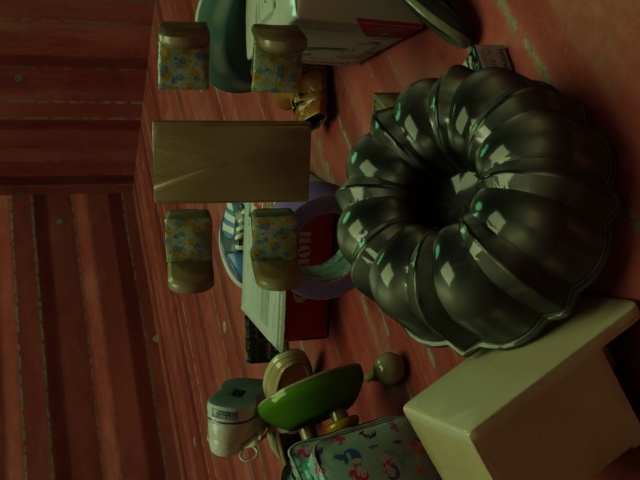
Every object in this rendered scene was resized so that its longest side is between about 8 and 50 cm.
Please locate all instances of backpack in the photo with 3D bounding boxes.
[{"bbox_3d":[0.081,0.393,1.341,0.191,0.225,0.253,114,140,-55],"label":"backpack"}]

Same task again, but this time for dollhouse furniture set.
[{"bbox_3d":[-0.033,-0.100,1.277,0.256,0.394,0.362,-113,23,-66],"label":"dollhouse furniture set"}]

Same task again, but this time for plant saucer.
[{"bbox_3d":[-0.096,-0.406,1.653,0.043,0.317,0.318,32,129,28],"label":"plant saucer"}]

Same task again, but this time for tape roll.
[{"bbox_3d":[0.000,0.000,1.570,0.080,0.189,0.189,-133,45,-61],"label":"tape roll"}]

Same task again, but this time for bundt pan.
[{"bbox_3d":[0.147,-0.046,1.004,0.331,0.124,0.331,-14,66,36],"label":"bundt pan"}]

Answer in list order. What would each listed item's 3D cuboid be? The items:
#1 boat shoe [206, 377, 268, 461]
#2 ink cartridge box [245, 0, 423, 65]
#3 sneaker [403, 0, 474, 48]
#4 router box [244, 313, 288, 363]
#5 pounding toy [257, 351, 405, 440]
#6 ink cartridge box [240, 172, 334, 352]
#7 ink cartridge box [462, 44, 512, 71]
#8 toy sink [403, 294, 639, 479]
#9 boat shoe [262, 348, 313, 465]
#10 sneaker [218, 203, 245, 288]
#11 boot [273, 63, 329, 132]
[{"bbox_3d":[-0.166,0.399,2.004,0.367,0.136,0.156,-20,-63,-83],"label":"boat shoe"},{"bbox_3d":[0.014,-0.364,1.461,0.283,0.207,0.117,174,96,-71],"label":"ink cartridge box"},{"bbox_3d":[0.157,-0.366,1.252,0.118,0.083,0.222,-44,65,12],"label":"sneaker"},{"bbox_3d":[-0.122,0.214,2.081,0.038,0.092,0.122,178,90,-71],"label":"router box"},{"bbox_3d":[0.025,0.277,1.491,0.110,0.237,0.183,67,158,17],"label":"pounding toy"},{"bbox_3d":[-0.057,0.034,1.821,0.272,0.130,0.309,-141,52,-63],"label":"ink cartridge box"},{"bbox_3d":[0.219,-0.133,1.151,0.097,0.046,0.207,120,143,-59],"label":"ink cartridge box"},{"bbox_3d":[0.236,0.176,0.974,0.131,0.234,0.153,60,163,-11],"label":"toy sink"},{"bbox_3d":[-0.056,0.353,1.902,0.098,0.109,0.302,-124,31,-47],"label":"boat shoe"},{"bbox_3d":[-0.150,-0.066,2.066,0.236,0.130,0.323,134,136,-69],"label":"sneaker"},{"bbox_3d":[-0.041,-0.267,1.811,0.197,0.073,0.152,132,138,-58],"label":"boot"}]
